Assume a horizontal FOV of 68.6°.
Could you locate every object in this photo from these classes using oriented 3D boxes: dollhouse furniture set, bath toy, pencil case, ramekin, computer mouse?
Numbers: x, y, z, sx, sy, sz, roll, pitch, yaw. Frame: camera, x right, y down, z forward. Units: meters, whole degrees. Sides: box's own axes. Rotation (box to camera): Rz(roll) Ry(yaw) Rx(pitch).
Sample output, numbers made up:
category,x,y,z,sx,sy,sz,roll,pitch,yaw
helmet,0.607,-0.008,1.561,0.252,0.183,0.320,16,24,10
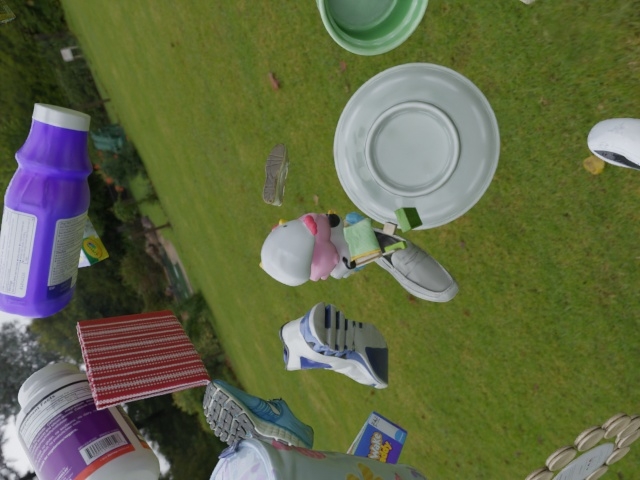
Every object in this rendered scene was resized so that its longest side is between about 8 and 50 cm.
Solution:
category,x,y,z,sx,sy,sz,roll,pitch,yaw
dollhouse furniture set,0.094,-0.007,0.794,0.151,0.058,0.076,-24,83,33
bath toy,0.000,0.000,0.964,0.151,0.348,0.129,36,107,20
pencil case,0.010,0.289,0.500,0.124,0.273,0.114,-41,41,29
ramekin,0.128,-0.678,1.270,0.148,0.303,0.304,-110,14,-51
computer mouse,0.466,-0.118,0.635,0.192,0.106,0.042,26,175,22

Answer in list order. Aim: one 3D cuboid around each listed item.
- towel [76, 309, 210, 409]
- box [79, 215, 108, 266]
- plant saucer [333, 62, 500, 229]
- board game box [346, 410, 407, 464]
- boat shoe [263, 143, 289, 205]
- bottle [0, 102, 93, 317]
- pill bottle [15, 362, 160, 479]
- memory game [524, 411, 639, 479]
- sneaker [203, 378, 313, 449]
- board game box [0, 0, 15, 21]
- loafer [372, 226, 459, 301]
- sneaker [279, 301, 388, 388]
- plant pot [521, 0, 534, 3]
category,x,y,z,sx,sy,sz,roll,pitch,yaw
towel,-0.349,0.216,0.909,0.274,0.198,0.031,34,122,52
box,-0.458,-0.039,0.845,0.105,0.043,0.179,-9,107,46
plant saucer,0.218,-0.215,1.110,0.100,0.400,0.401,-38,-69,-72
board game box,0.039,0.529,0.916,0.078,0.233,0.347,29,128,12
boat shoe,-0.105,-0.164,1.176,0.056,0.048,0.153,5,86,37
bottle,-0.376,-0.040,0.648,0.118,0.092,0.283,-113,38,-73
pill bottle,-0.474,0.395,0.933,0.322,0.181,0.182,36,142,31
memory game,0.309,0.269,0.562,0.012,0.186,0.186,-124,25,-47
sneaker,-0.079,0.233,0.611,0.162,0.073,0.063,33,113,6
board game box,-0.555,-0.320,0.703,0.048,0.141,0.170,64,176,-32
loafer,0.233,0.059,1.271,0.319,0.112,0.111,32,162,44
sneaker,0.017,0.250,1.102,0.182,0.315,0.128,-20,48,35
plant pot,0.416,-0.548,0.773,0.274,0.256,0.257,-45,61,25
